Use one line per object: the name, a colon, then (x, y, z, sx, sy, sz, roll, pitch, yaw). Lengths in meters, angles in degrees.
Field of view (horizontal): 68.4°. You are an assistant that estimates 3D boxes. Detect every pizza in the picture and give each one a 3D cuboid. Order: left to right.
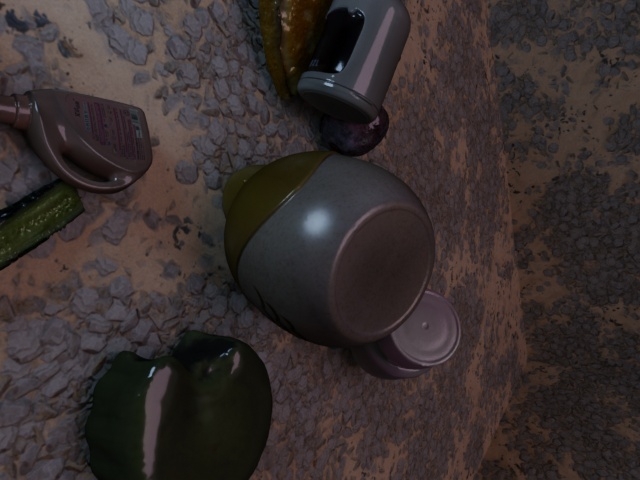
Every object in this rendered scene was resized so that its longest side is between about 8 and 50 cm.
pizza: (-0.016, -0.606, 1.197, 0.406, 0.130, 0.439, -35, 138, -47)

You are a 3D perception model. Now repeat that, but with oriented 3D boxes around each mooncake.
mooncake: (-0.262, 0.348, 0.920, 0.351, 0.188, 0.351, 13, 74, -53)

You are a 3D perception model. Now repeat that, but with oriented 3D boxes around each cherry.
cherry: (0.094, -0.323, 1.326, 0.195, 0.195, 0.195, -4, 95, -51)

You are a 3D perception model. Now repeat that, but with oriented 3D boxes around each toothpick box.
toothpick box: (0.000, 0.000, 1.040, 0.409, 0.425, 0.408, -15, 115, -36)
toothpick box: (0.102, -0.462, 1.147, 0.229, 0.229, 0.316, 22, 91, -49)

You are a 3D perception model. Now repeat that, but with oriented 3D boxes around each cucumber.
cucumber: (-0.478, -0.026, 0.745, 0.211, 0.062, 0.078, -56, 146, -43)

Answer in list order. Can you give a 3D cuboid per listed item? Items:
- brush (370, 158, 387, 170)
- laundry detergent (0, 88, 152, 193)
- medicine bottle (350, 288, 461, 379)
brush: (0.180, -0.130, 1.578, 0.103, 0.013, 0.272, 17, 80, -50)
laundry detergent: (-0.403, -0.163, 0.784, 0.237, 0.076, 0.171, -3, 76, -51)
medicine bottle: (0.242, 0.273, 1.382, 0.256, 0.325, 0.255, 5, 70, -13)
